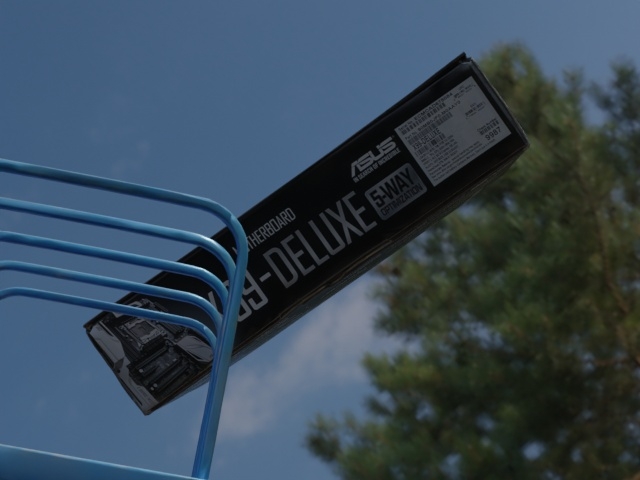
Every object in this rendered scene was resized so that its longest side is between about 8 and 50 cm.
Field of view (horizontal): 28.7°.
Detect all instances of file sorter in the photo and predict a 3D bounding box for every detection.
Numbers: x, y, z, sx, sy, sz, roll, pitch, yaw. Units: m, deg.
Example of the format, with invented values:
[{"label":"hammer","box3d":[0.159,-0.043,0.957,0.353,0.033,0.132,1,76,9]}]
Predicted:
[{"label":"file sorter","box3d":[-0.093,0.051,0.463,0.118,0.104,0.170,10,-19,-5]}]

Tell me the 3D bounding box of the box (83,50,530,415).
[{"label":"box","box3d":[0.000,0.000,0.912,0.307,0.076,0.242,-35,-3,3]}]
